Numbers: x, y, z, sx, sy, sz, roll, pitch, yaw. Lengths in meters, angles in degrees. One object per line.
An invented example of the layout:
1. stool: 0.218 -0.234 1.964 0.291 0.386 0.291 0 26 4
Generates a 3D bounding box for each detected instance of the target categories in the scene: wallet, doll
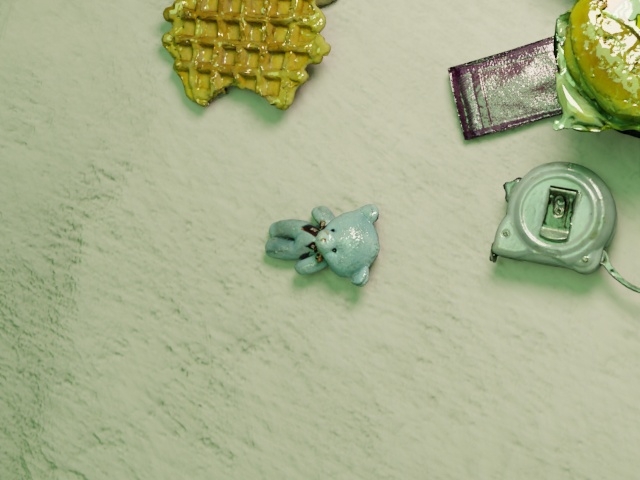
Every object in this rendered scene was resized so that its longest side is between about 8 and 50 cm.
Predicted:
1. wallet: 0.268 -0.213 1.679 0.165 0.030 0.111 -15 79 16
2. doll: -0.001 -0.001 1.724 0.179 0.075 0.120 6 83 19

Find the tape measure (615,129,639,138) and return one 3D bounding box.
1. tape measure: 0.431 -0.236 1.588 0.186 0.112 0.199 2 84 21

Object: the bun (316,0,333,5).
1. bun: -0.004 -0.393 1.775 0.086 0.055 0.086 -2 84 20

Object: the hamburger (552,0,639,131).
1. hamburger: 0.379 -0.222 1.478 0.235 0.125 0.214 -27 73 -2

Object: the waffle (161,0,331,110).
1. waffle: -0.117 -0.309 1.791 0.291 0.051 0.291 1 93 27

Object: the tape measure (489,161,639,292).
1. tape measure: 0.397 -0.014 1.589 0.330 0.084 0.164 8 92 21
